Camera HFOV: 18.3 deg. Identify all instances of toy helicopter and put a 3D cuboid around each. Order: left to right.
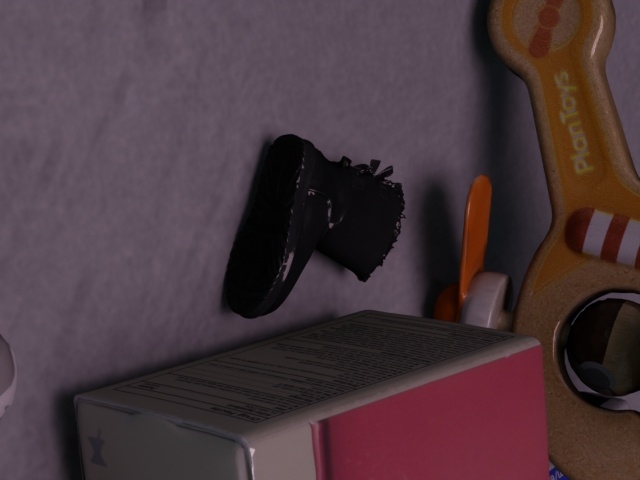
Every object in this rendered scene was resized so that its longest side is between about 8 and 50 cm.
[{"bbox_3d":[0.165,-0.007,1.278,0.140,0.235,0.355,16,59,-69],"label":"toy helicopter"}]

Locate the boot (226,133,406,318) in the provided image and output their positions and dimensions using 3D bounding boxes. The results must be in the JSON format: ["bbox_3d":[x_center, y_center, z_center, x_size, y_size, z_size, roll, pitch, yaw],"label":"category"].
[{"bbox_3d":[0.000,0.000,1.199,0.099,0.045,0.121,26,77,-46],"label":"boot"}]

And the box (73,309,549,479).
[{"bbox_3d":[0.000,0.129,1.114,0.232,0.148,0.127,-15,106,-41],"label":"box"}]

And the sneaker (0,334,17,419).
[{"bbox_3d":[-0.260,0.046,0.913,0.281,0.105,0.115,1,94,-43],"label":"sneaker"}]

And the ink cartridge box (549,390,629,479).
[{"bbox_3d":[0.123,0.302,1.336,0.303,0.072,0.307,-29,116,-39],"label":"ink cartridge box"}]
